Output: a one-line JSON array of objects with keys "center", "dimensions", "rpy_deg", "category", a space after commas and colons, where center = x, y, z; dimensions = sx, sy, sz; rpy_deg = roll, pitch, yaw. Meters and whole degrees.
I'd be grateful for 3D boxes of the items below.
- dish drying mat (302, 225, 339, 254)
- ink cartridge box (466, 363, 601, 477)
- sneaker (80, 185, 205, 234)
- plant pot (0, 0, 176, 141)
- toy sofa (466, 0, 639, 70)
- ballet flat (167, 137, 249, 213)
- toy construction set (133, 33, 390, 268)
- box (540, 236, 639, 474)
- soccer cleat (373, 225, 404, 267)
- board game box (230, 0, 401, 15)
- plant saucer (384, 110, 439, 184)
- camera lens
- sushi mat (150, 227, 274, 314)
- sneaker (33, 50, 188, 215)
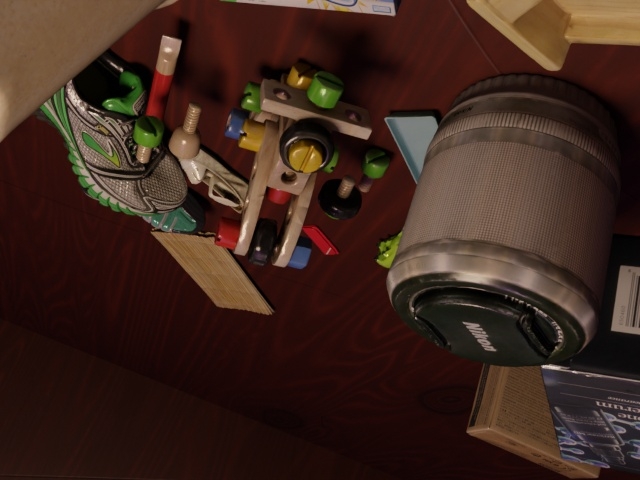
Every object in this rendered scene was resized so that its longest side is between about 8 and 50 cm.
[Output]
[{"center": [0.000, 0.000, 1.303], "dimensions": [0.032, 0.008, 0.083], "rpy_deg": [0, 147, 36], "category": "dish drying mat"}, {"center": [0.404, 0.300, 1.381], "dimensions": [0.235, 0.193, 0.088], "rpy_deg": [26, 155, -10], "category": "ink cartridge box"}, {"center": [-0.301, -0.075, 1.322], "dimensions": [0.224, 0.083, 0.098], "rpy_deg": [25, 176, -4], "category": "sneaker"}, {"center": [-0.274, -0.256, 0.633], "dimensions": [0.334, 0.305, 0.334], "rpy_deg": [22, 151, 13], "category": "plant pot"}, {"center": [0.296, -0.206, 0.499], "dimensions": [0.362, 0.177, 0.150], "rpy_deg": [18, -179, 43], "category": "toy sofa"}, {"center": [-0.172, -0.100, 1.184], "dimensions": [0.168, 0.052, 0.057], "rpy_deg": [34, 152, -25], "category": "ballet flat"}, {"center": [-0.067, -0.147, 0.895], "dimensions": [0.309, 0.257, 0.237], "rpy_deg": [30, 137, 3], "category": "toy construction set"}, {"center": [0.495, 0.188, 1.092], "dimensions": [0.293, 0.212, 0.395], "rpy_deg": [5, 151, 26], "category": "box"}, {"center": [0.150, 0.011, 1.175], "dimensions": [0.072, 0.060, 0.179], "rpy_deg": [19, 161, -19], "category": "soccer cleat"}, {"center": [-0.025, -0.291, 0.744], "dimensions": [0.201, 0.035, 0.136], "rpy_deg": [11, 152, 19], "category": "board game box"}, {"center": [0.147, -0.104, 0.997], "dimensions": [0.067, 0.018, 0.192], "rpy_deg": [4, 148, 30], "category": "plant saucer"}, {"center": [0.206, -0.015, 0.836], "dimensions": [0.219, 0.274, 0.219], "rpy_deg": [16, 153, 8], "category": "camera lens"}, {"center": [-0.215, 0.067, 1.563], "dimensions": [0.151, 0.019, 0.316], "rpy_deg": [8, 150, 26], "category": "sushi mat"}, {"center": [-0.290, -0.155, 1.064], "dimensions": [0.146, 0.134, 0.343], "rpy_deg": [-1, 144, 32], "category": "sneaker"}]
